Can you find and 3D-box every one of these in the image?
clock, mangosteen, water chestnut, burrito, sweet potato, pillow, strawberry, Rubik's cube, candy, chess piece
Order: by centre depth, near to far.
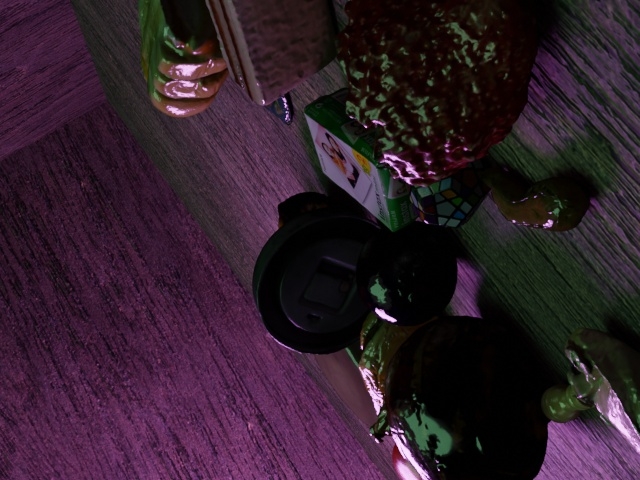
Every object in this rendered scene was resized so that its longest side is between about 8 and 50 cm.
[{"bbox_3d":[0.147,-0.214,1.174,0.261,0.258,0.261,58,-164,-27],"label":"strawberry"},{"bbox_3d":[0.291,-0.054,1.298,0.233,0.062,0.081,-154,49,-70],"label":"sweet potato"},{"bbox_3d":[0.462,0.251,1.305,0.348,0.107,0.175,46,178,44],"label":"burrito"},{"bbox_3d":[0.191,-0.082,1.436,0.112,0.133,0.133,41,163,10],"label":"Rubik's cube"},{"bbox_3d":[0.416,0.261,1.570,0.066,0.066,0.122,55,160,9],"label":"chess piece"},{"bbox_3d":[-0.089,-0.395,1.573,0.135,0.179,0.320,47,163,38],"label":"candy"},{"bbox_3d":[0.236,0.307,1.742,0.347,0.335,0.335,-18,107,41],"label":"water chestnut"},{"bbox_3d":[0.157,0.056,1.754,0.194,0.194,0.230,58,-176,-5],"label":"mangosteen"},{"bbox_3d":[0.013,0.084,2.003,0.325,0.325,0.067,65,171,-31],"label":"clock"},{"bbox_3d":[-0.148,-0.378,2.111,0.255,0.034,0.189,45,159,34],"label":"pillow"}]

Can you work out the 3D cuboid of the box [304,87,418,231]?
[{"bbox_3d":[0.086,-0.148,1.688,0.250,0.103,0.180,44,162,42],"label":"box"}]

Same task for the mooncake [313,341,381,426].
[{"bbox_3d":[0.122,0.270,2.308,0.356,0.194,0.356,49,160,25],"label":"mooncake"}]

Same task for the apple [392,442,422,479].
[{"bbox_3d":[0.288,0.507,2.221,0.230,0.230,0.230,52,165,20],"label":"apple"}]

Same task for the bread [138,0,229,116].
[{"bbox_3d":[-0.264,-0.426,1.977,0.341,0.210,0.300,120,142,-59],"label":"bread"}]

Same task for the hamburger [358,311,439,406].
[{"bbox_3d":[0.180,0.251,2.039,0.132,0.211,0.308,46,164,53],"label":"hamburger"}]

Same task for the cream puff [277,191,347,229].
[{"bbox_3d":[0.000,0.000,2.137,0.239,0.165,0.239,163,90,-84],"label":"cream puff"}]
